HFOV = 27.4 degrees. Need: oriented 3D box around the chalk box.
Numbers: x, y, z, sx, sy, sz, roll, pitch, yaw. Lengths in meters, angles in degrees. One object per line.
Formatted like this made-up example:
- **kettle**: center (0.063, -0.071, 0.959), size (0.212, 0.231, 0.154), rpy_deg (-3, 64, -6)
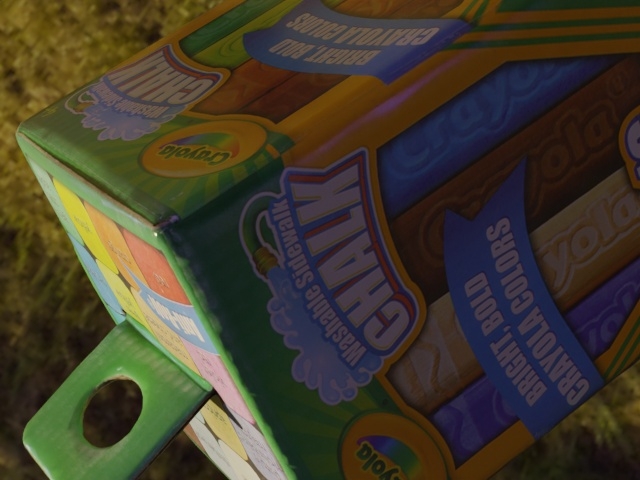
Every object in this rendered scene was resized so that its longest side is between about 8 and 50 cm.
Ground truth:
- **chalk box**: center (0.000, 0.000, 0.550), size (0.180, 0.289, 0.179), rpy_deg (27, 147, 56)
